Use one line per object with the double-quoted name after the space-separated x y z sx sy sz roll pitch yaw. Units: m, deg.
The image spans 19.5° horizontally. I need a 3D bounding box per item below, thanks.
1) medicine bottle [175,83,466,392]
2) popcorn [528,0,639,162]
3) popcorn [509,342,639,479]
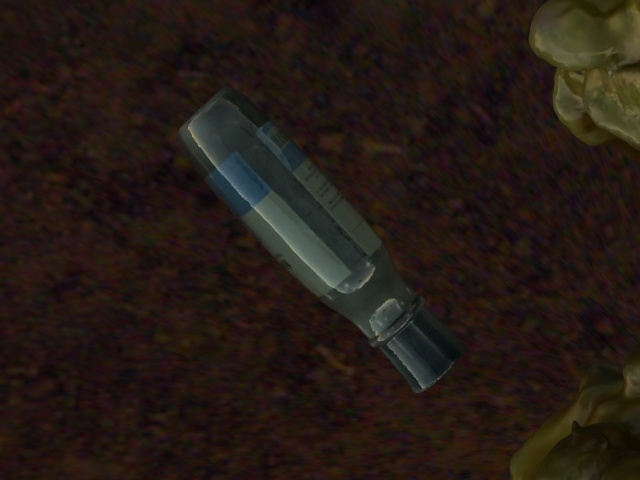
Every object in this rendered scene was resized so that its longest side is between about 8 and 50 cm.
0.000 0.000 1.085 0.054 0.090 0.208 -43 94 -7 "medicine bottle"
0.236 -0.115 0.993 0.259 0.212 0.259 -2 72 7 "popcorn"
0.238 0.180 1.161 0.225 0.276 0.276 40 93 2 "popcorn"
